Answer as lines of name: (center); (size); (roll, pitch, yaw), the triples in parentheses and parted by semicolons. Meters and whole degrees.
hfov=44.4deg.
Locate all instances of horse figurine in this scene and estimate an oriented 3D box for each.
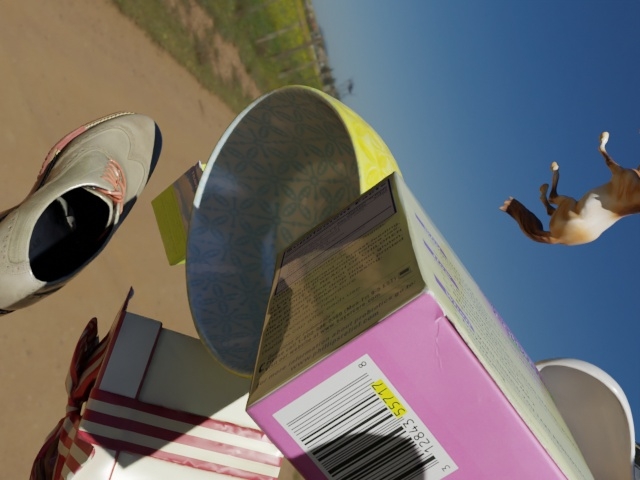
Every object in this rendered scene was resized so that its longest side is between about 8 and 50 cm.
horse figurine: (0.388, -0.064, 1.116); (0.066, 0.263, 0.174); (37, 37, -32)

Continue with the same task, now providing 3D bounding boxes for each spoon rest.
spoon rest: (0.347, 0.247, 0.950); (0.276, 0.137, 0.084); (47, 49, -10)

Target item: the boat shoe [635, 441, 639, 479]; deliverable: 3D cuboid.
boat shoe: (0.466, 0.337, 1.151); (0.219, 0.070, 0.078); (-122, -165, -77)

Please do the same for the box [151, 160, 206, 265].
box: (-0.186, -0.039, 1.153); (0.178, 0.042, 0.109); (-28, -103, 52)

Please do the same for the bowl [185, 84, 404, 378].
bowl: (0.000, 0.000, 0.804); (0.156, 0.289, 0.289); (11, 54, -39)

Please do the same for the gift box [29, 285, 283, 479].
gift box: (-0.183, 0.217, 0.928); (0.276, 0.258, 0.255); (134, -27, -65)

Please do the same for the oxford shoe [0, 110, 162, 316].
oxford shoe: (-0.253, -0.042, 0.878); (0.123, 0.130, 0.348); (59, 37, -29)

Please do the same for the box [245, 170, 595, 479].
box: (0.070, 0.096, 0.521); (0.213, 0.117, 0.243); (52, 13, -15)
